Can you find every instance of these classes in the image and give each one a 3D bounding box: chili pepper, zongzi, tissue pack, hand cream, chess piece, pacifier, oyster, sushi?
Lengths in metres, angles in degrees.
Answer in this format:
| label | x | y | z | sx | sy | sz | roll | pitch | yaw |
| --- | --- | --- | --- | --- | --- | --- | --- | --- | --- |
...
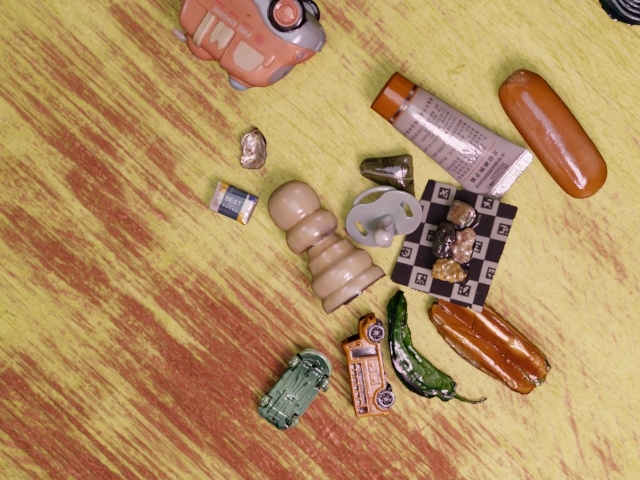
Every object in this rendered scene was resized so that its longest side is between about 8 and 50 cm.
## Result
| label | x | y | z | sx | sy | sz | roll | pitch | yaw |
| --- | --- | --- | --- | --- | --- | --- | --- | --- | --- |
| chili pepper | 0.197 | 0.236 | 1.812 | 0.122 | 0.065 | 0.279 | -38 | 98 | -16 |
| zongzi | 0.131 | -0.107 | 1.801 | 0.104 | 0.052 | 0.113 | -4 | 107 | 11 |
| tissue pack | -0.170 | -0.073 | 1.814 | 0.083 | 0.042 | 0.062 | 25 | 97 | 1 |
| hand cream | 0.247 | -0.200 | 1.765 | 0.314 | 0.089 | 0.140 | 39 | 109 | -4 |
| chess piece | 0.000 | 0.000 | 1.773 | 0.143 | 0.143 | 0.261 | -34 | 86 | 4 |
| pacifier | 0.117 | -0.034 | 1.761 | 0.150 | 0.116 | 0.127 | -17 | 120 | 14 |
| oyster | -0.129 | -0.180 | 1.817 | 0.054 | 0.019 | 0.083 | 4 | 96 | 4 |
| sushi | 0.244 | 0.004 | 1.756 | 0.192 | 0.050 | 0.215 | 19 | 88 | 23 |

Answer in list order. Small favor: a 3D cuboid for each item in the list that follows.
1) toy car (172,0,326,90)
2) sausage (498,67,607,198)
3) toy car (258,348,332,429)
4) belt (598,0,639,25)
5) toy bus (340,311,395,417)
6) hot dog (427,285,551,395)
| label | x | y | z | sx | sy | sz | roll | pitch | yaw |
| --- | --- | --- | --- | --- | --- | --- | --- | --- | --- |
| toy car | -0.135 | -0.396 | 1.731 | 0.270 | 0.180 | 0.212 | 37 | 105 | 0 |
| sausage | 0.437 | -0.201 | 1.750 | 0.105 | 0.105 | 0.274 | -37 | 92 | 4 |
| toy car | -0.045 | 0.289 | 1.828 | 0.093 | 0.058 | 0.186 | 36 | 107 | -1 |
| belt | 0.607 | -0.530 | 1.712 | 0.206 | 0.116 | 0.267 | -1 | 97 | 7 |
| toy bus | 0.090 | 0.240 | 1.805 | 0.088 | 0.083 | 0.194 | -8 | 94 | 1 |
| hot dog | 0.321 | 0.195 | 1.797 | 0.269 | 0.072 | 0.115 | 42 | 93 | 0 |
